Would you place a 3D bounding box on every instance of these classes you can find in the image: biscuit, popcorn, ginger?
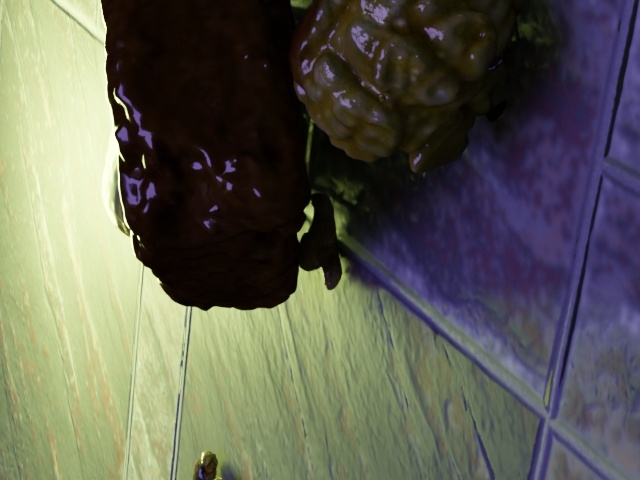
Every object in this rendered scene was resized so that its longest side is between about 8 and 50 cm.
[{"bbox_3d":[-0.106,-0.127,1.384,0.395,0.166,0.342,98,168,-73],"label":"biscuit"},{"bbox_3d":[0.071,-0.157,1.177,0.169,0.218,0.189,25,148,10],"label":"popcorn"},{"bbox_3d":[0.000,0.001,1.484,0.048,0.030,0.097,-5,94,41],"label":"ginger"}]

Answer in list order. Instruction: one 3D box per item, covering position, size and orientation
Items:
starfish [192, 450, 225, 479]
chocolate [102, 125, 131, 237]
[{"bbox_3d":[-0.148,0.362,1.799,0.216,0.071,0.238,42,121,60],"label":"starfish"},{"bbox_3d":[-0.180,-0.132,1.704,0.134,0.134,0.309,55,141,45],"label":"chocolate"}]
